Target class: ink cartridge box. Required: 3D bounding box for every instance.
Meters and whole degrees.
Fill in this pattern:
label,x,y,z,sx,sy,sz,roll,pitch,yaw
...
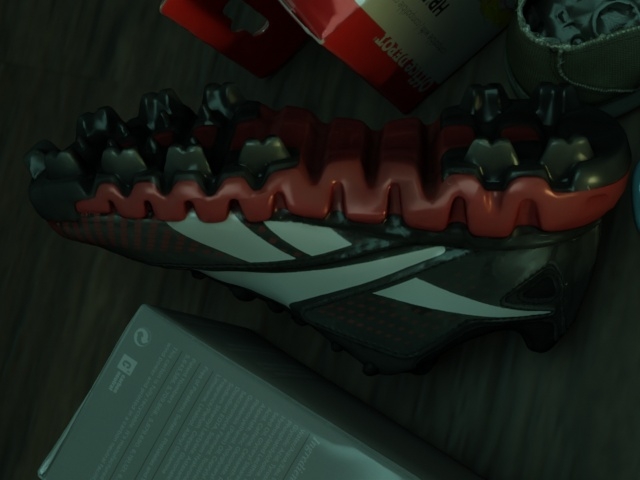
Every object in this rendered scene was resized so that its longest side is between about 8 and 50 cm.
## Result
label,x,y,z,sx,sy,sz,roll,pitch,yaw
ink cartridge box,0.051,-0.144,0.641,0.231,0.134,0.078,-41,70,10

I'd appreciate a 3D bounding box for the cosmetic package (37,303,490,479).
label,x,y,z,sx,sy,sz,roll,pitch,yaw
cosmetic package,0.011,0.129,0.614,0.238,0.127,0.107,33,93,24

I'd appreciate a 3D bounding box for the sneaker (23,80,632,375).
label,x,y,z,sx,sy,sz,roll,pitch,yaw
sneaker,0.000,0.000,0.632,0.276,0.098,0.135,1,119,7

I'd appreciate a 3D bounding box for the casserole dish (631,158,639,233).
label,x,y,z,sx,sy,sz,roll,pitch,yaw
casserole dish,0.232,-0.029,0.607,0.188,0.037,0.114,-6,79,21

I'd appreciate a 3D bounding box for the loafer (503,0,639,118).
label,x,y,z,sx,sy,sz,roll,pitch,yaw
loafer,0.191,-0.138,0.612,0.251,0.087,0.094,-36,71,12
